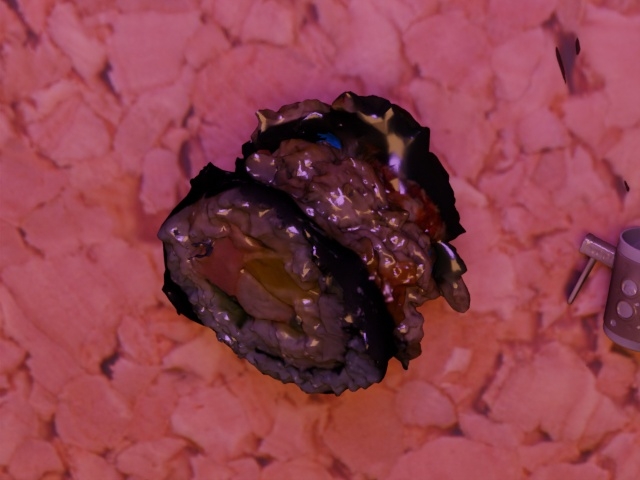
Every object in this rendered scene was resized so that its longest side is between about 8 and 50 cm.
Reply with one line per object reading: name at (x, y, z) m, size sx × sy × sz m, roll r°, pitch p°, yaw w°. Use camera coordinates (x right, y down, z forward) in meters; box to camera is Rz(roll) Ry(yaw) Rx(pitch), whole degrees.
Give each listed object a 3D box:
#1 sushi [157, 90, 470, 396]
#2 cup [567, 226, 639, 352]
sushi at (0.003, -0.004, 0.926) m, size 0.225 × 0.219 × 0.238 m, roll 19°, pitch 147°, yaw 31°
cup at (0.284, 0.045, 0.984) m, size 0.102 × 0.074 × 0.099 m, roll 5°, pitch 112°, yaw 1°
